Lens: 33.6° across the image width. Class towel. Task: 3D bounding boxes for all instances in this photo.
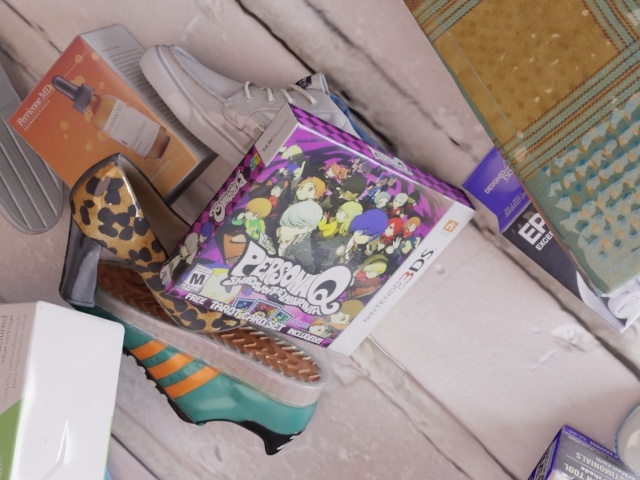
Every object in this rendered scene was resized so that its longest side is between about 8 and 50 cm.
[{"bbox_3d":[0.249,-0.175,0.913,0.271,0.040,0.370,-36,81,23],"label":"towel"}]

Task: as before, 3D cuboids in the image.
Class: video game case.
[{"bbox_3d":[0.000,0.000,1.003,0.232,0.042,0.210,23,117,-36],"label":"video game case"}]

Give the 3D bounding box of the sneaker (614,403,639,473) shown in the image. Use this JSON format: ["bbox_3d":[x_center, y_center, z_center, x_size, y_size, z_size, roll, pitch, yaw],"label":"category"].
[{"bbox_3d":[0.390,0.186,0.992,0.228,0.092,0.087,-11,105,21],"label":"sneaker"}]

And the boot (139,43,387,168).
[{"bbox_3d":[-0.046,-0.126,1.034,0.258,0.095,0.123,43,108,-9],"label":"boot"}]

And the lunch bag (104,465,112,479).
[{"bbox_3d":[-0.388,0.343,1.270,0.293,0.138,0.221,-7,108,28],"label":"lunch bag"}]

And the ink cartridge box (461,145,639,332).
[{"bbox_3d":[0.267,-0.055,0.978,0.208,0.045,0.206,40,114,4],"label":"ink cartridge box"}]

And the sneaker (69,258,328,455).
[{"bbox_3d":[-0.149,0.129,1.128,0.302,0.108,0.121,27,111,7],"label":"sneaker"}]

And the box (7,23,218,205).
[{"bbox_3d":[-0.203,-0.110,1.077,0.170,0.091,0.130,46,114,-1],"label":"box"}]

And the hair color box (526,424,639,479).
[{"bbox_3d":[0.245,0.381,1.092,0.185,0.110,0.339,29,115,7],"label":"hair color box"}]

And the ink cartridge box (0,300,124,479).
[{"bbox_3d":[-0.377,0.179,1.108,0.353,0.119,0.207,-7,72,37],"label":"ink cartridge box"}]

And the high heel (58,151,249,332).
[{"bbox_3d":[-0.114,0.000,1.025,0.261,0.093,0.186,4,136,-19],"label":"high heel"}]

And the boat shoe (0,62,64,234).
[{"bbox_3d":[-0.338,-0.112,1.131,0.076,0.083,0.226,-14,96,66],"label":"boat shoe"}]
